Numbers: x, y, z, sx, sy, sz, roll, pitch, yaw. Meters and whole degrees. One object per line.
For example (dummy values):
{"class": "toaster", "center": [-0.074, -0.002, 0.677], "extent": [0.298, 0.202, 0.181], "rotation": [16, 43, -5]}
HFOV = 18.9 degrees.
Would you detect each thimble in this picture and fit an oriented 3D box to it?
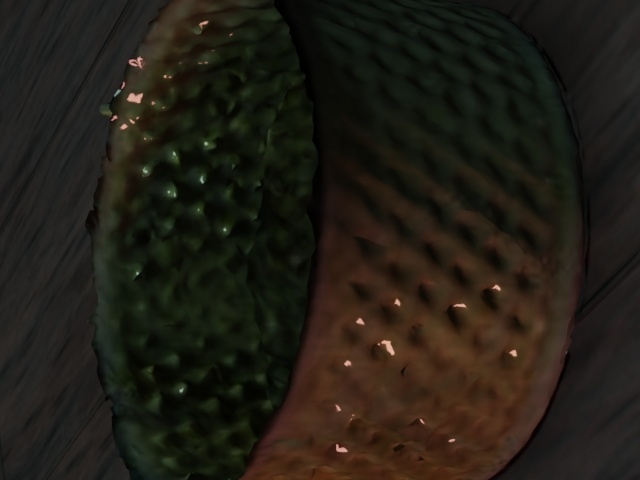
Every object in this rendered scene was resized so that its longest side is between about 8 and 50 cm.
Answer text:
{"class": "thimble", "center": [0.000, 0.000, 0.952], "extent": [0.271, 0.150, 0.271], "rotation": [-16, 72, 61]}

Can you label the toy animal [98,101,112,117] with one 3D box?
{"class": "toy animal", "center": [-0.078, -0.075, 1.173], "extent": [0.137, 0.098, 0.098], "rotation": [42, 124, 35]}
